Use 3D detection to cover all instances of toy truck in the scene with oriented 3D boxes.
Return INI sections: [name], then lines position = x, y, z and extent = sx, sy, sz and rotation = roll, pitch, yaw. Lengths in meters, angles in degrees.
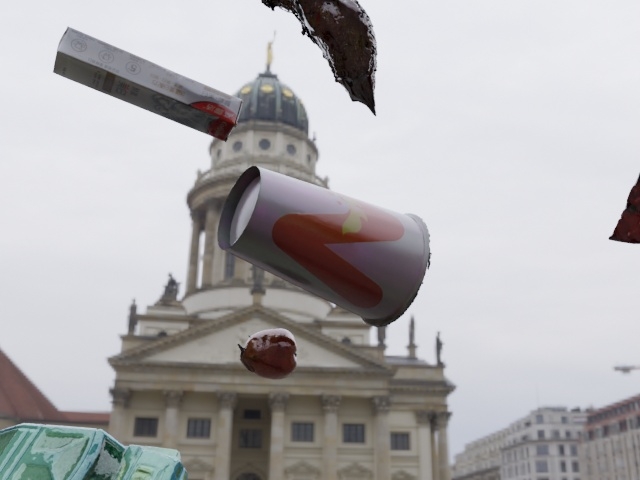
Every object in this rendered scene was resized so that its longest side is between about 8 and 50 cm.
[toy truck]
position = -0.314, 0.330, 0.949
extent = 0.279, 0.155, 0.156
rotation = -1, -53, 19

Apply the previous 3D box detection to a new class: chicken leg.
[chicken leg]
position = -0.007, -0.235, 0.749
extent = 0.063, 0.234, 0.105
rotation = -37, -14, -7

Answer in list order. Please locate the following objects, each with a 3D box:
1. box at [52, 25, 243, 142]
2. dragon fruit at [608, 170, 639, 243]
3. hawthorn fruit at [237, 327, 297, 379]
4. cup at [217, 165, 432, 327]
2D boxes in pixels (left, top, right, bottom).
[box]
position = -0.202, -0.183, 0.876
extent = 0.218, 0.039, 0.055
rotation = 20, -25, -17
[dragon fruit]
position = 0.445, -0.016, 0.738
extent = 0.240, 0.330, 0.302
rotation = -43, -23, 7
[hawthorn fruit]
position = -0.084, 0.178, 1.158
extent = 0.093, 0.081, 0.081
rotation = 1, -22, -9
[cup]
position = 0.000, 0.000, 1.139
extent = 0.288, 0.203, 0.203
rotation = 22, -29, -25
